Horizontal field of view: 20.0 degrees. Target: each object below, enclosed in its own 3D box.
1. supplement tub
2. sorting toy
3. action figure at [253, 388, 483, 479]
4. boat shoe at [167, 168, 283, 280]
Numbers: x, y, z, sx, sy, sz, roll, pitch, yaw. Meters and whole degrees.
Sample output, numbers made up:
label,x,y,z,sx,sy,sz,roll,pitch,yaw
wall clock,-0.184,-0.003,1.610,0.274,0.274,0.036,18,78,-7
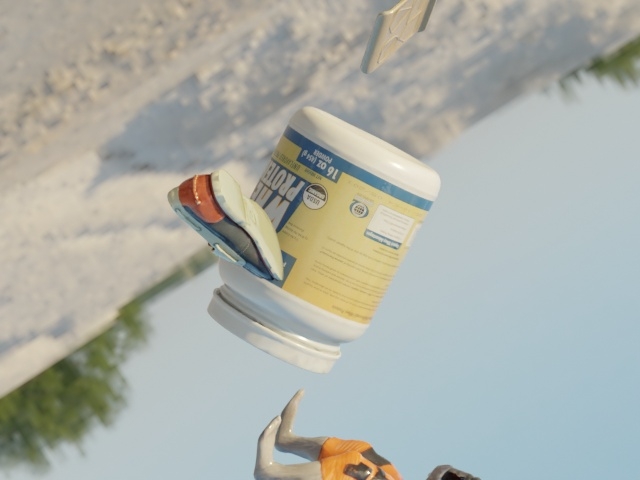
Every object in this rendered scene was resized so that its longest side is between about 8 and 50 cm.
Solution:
label,x,y,z,sx,sy,sz,roll,pitch,yaw
supplement tub,0.000,0.000,1.577,0.199,0.144,0.144,-63,178,6
sorting toy,0.052,-0.146,1.129,0.062,0.012,0.083,-39,161,-34
action figure,0.079,0.288,1.819,0.178,0.330,0.341,-53,177,-7
boat shoe,-0.066,-0.007,1.340,0.043,0.049,0.137,-19,147,14
